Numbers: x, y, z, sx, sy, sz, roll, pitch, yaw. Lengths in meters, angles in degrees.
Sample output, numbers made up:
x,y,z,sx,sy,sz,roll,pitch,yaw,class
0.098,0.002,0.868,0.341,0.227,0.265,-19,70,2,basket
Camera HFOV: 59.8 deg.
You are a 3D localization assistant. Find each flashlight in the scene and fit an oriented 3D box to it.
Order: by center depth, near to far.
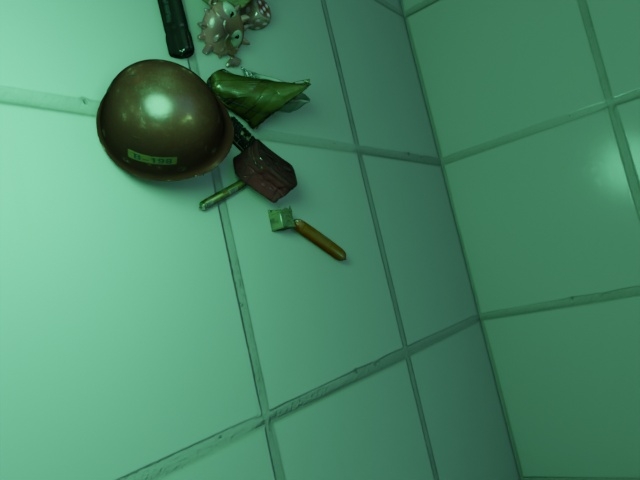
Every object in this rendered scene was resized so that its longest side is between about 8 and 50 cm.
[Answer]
x,y,z,sx,sy,sz,roll,pitch,yaw,class
-0.504,-0.806,1.840,0.103,0.103,0.424,-9,85,-55,flashlight

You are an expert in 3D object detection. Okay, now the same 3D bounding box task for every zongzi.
x,y,z,sx,sy,sz,roll,pitch,yaw,class
-0.221,-0.541,1.942,0.260,0.289,0.123,30,45,-43,zongzi

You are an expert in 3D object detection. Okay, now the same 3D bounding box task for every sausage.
x,y,z,sx,sy,sz,roll,pitch,yaw,class
-0.324,-0.157,1.871,0.269,0.032,0.033,-42,110,-53,sausage
0.000,0.000,2.234,0.347,0.053,0.053,36,49,-41,sausage

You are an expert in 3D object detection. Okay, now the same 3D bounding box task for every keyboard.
x,y,z,sx,sy,sz,roll,pitch,yaw,class
-0.235,-0.323,2.067,0.317,0.027,0.106,44,44,-36,keyboard

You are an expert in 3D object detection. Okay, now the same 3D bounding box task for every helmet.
x,y,z,sx,sy,sz,roll,pitch,yaw,class
-0.416,-0.351,1.515,0.384,0.230,0.338,12,75,-12,helmet

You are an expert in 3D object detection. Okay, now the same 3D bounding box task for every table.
x,y,z,sx,sy,sz,roll,pitch,yaw,class
-0.143,-0.082,2.063,0.079,0.062,0.083,-6,81,-55,table

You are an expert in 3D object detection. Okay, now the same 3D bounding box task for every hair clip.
x,y,z,sx,sy,sz,roll,pitch,yaw,class
-0.207,-0.605,2.114,0.220,0.140,0.054,11,102,-21,hair clip

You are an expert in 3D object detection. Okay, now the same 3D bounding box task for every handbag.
x,y,z,sx,sy,sz,roll,pitch,yaw,class
-0.192,-0.246,1.977,0.225,0.135,0.146,37,26,-38,handbag

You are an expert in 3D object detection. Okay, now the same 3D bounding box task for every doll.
x,y,z,sx,sy,sz,roll,pitch,yaw,class
-0.343,-0.740,1.990,0.211,0.093,0.262,-33,137,-23,doll

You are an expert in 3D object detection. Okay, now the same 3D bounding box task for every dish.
x,y,z,sx,sy,sz,roll,pitch,yaw,class
-0.157,-0.546,2.171,0.229,0.229,0.081,-21,134,-55,dish

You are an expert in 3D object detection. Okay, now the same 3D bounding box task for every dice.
x,y,z,sx,sy,sz,roll,pitch,yaw,class
-0.257,-0.901,2.214,0.091,0.093,0.094,3,75,-53,dice

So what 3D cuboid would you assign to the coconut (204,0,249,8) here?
x,y,z,sx,sy,sz,roll,pitch,yaw,class
-0.333,-0.957,1.995,0.259,0.259,0.259,26,56,-47,coconut
